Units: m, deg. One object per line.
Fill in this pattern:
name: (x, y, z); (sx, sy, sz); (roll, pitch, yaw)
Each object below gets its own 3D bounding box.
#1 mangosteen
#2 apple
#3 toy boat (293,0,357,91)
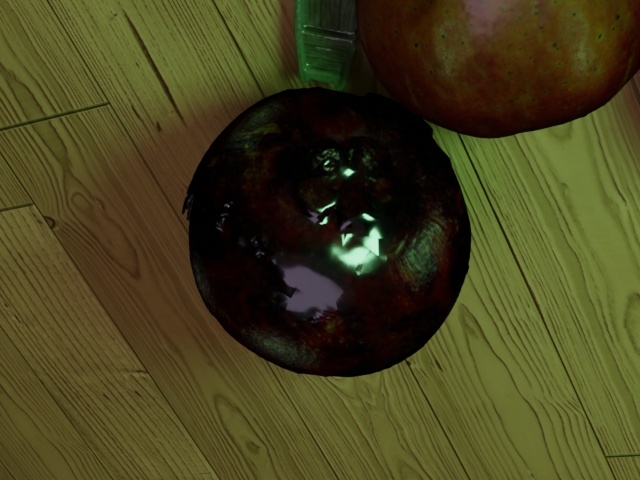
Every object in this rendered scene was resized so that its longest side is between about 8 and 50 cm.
mangosteen: (0.009, -0.020, 1.734); (0.380, 0.421, 0.381); (0, 97, -3)
apple: (0.211, -0.294, 1.540); (0.328, 0.295, 0.365); (-17, 131, -10)
toy boat: (0.013, -0.322, 1.648); (0.093, 0.055, 0.293); (15, 135, 13)
